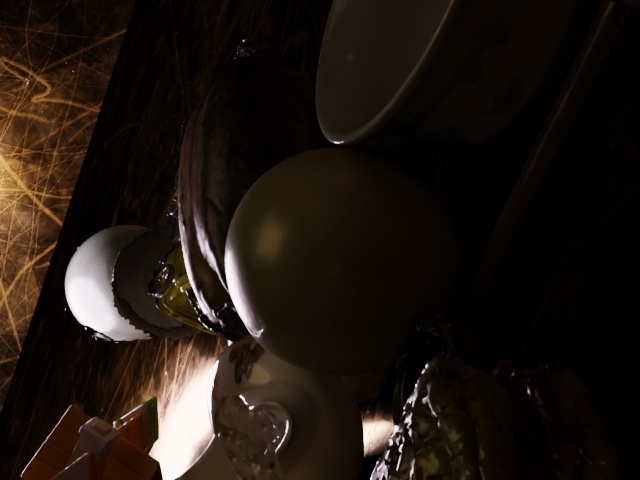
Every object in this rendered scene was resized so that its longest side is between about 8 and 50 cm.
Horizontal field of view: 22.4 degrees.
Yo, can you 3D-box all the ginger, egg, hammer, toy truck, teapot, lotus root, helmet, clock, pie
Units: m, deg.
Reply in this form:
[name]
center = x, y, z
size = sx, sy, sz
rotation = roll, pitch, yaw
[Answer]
[ginger]
center = -0.003, 0.151, 1.772
size = 0.288, 0.075, 0.089
rotation = -22, 77, 61
[egg]
center = 0.022, 0.020, 1.536
size = 0.219, 0.269, 0.219
rotation = -10, 70, 28
[hammer]
center = 0.207, -0.101, 1.417
size = 0.111, 0.043, 0.365
rotation = -62, -4, -60
[toy truck]
center = -0.130, -0.021, 2.219
size = 0.157, 0.124, 0.272
rotation = -33, 39, 47
[teapot]
center = -0.051, 0.203, 1.683
size = 0.204, 0.139, 0.298
rotation = 55, 147, 11
[lotus root]
center = -0.075, -0.061, 1.868
size = 0.196, 0.179, 0.397
rotation = -28, 48, 40
[helmet]
center = 0.116, 0.125, 1.453
size = 0.098, 0.070, 0.123
rotation = -121, 40, -52
[clock]
center = -0.327, 0.370, 2.281
size = 0.309, 0.166, 0.235
rotation = -64, -12, 22
[pie]
center = 0.087, 0.299, 1.225
size = 0.395, 0.180, 0.418
rotation = -93, 20, -44

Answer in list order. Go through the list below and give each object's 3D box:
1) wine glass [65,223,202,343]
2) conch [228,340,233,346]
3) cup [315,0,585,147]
[wine glass]
center = -0.270, 0.062, 2.441
size = 0.357, 0.190, 0.190
rotation = 167, 119, -68
[conch]
center = -0.064, 0.117, 1.952
size = 0.086, 0.080, 0.233
rotation = 69, 162, 5
[cup]
center = 0.142, -0.228, 1.538
size = 0.347, 0.163, 0.347
rotation = -55, 23, 37
